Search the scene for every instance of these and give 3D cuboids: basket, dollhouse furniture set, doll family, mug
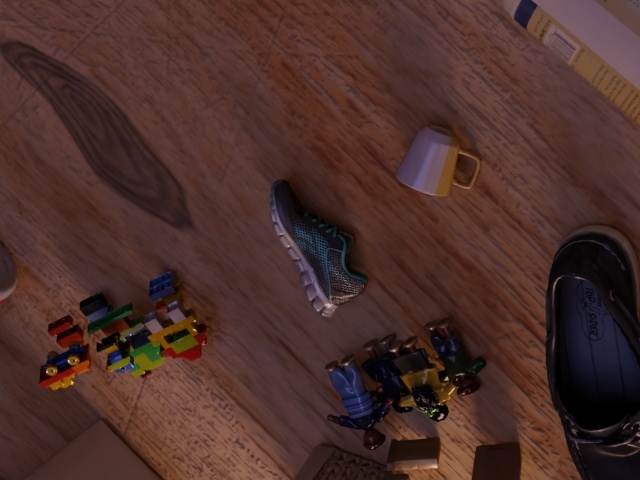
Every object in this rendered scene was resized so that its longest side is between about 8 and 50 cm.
[{"bbox_3d":[0.016,0.328,1.883,0.103,0.167,0.113,11,113,15],"label":"basket"},{"bbox_3d":[0.155,0.309,1.836,0.151,0.144,0.123,-5,111,12],"label":"dollhouse furniture set"},{"bbox_3d":[0.094,0.168,1.842,0.193,0.076,0.111,-18,104,34],"label":"doll family"},{"bbox_3d":[0.126,-0.089,1.748,0.062,0.078,0.064,38,116,46],"label":"mug"}]

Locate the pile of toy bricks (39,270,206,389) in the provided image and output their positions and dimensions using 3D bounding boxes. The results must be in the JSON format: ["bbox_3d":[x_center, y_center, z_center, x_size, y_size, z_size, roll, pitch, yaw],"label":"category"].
[{"bbox_3d":[-0.230,0.128,1.973,0.212,0.118,0.105,-25,125,14],"label":"pile of toy bricks"}]

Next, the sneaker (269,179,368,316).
[{"bbox_3d":[0.000,0.000,1.839,0.076,0.065,0.166,-24,100,14],"label":"sneaker"}]

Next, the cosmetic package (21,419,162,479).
[{"bbox_3d":[-0.363,0.402,1.959,0.156,0.385,0.217,45,123,6],"label":"cosmetic package"}]

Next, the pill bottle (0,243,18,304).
[{"bbox_3d":[-0.473,0.079,2.053,0.108,0.108,0.180,47,121,3],"label":"pill bottle"}]

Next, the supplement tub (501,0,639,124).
[{"bbox_3d":[0.349,-0.210,1.492,0.316,0.228,0.228,41,120,6],"label":"supplement tub"}]

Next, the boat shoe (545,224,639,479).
[{"bbox_3d":[0.300,0.160,1.715,0.127,0.113,0.340,1,109,24],"label":"boat shoe"}]
